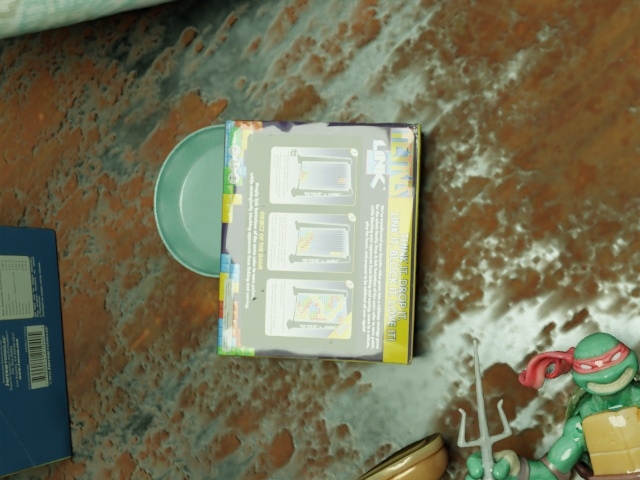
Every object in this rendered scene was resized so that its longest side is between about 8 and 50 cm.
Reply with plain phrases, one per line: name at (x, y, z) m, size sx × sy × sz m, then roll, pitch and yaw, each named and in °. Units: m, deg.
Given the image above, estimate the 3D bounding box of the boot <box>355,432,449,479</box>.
boot at (0.061, 0.241, 0.645) m, size 0.152 × 0.073 × 0.197 m, roll 47°, pitch 116°, yaw 17°

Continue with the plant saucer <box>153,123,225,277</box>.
plant saucer at (-0.074, -0.031, 0.729) m, size 0.119 × 0.021 × 0.120 m, roll 0°, pitch 89°, yaw 21°

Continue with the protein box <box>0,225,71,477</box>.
protein box at (-0.316, 0.091, 0.722) m, size 0.135 × 0.201 × 0.200 m, roll -7°, pitch 86°, yaw 21°

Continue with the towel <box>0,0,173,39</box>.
towel at (-0.227, -0.316, 0.670) m, size 0.320 × 0.090 × 0.375 m, roll -21°, pitch 75°, yaw -23°

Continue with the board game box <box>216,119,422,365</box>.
board game box at (0.000, 0.000, 0.670) m, size 0.141 × 0.048 × 0.170 m, roll 3°, pitch 89°, yaw 6°

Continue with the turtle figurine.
turtle figurine at (0.194, 0.144, 0.571) m, size 0.175 × 0.118 × 0.234 m, roll -20°, pitch 97°, yaw 34°
